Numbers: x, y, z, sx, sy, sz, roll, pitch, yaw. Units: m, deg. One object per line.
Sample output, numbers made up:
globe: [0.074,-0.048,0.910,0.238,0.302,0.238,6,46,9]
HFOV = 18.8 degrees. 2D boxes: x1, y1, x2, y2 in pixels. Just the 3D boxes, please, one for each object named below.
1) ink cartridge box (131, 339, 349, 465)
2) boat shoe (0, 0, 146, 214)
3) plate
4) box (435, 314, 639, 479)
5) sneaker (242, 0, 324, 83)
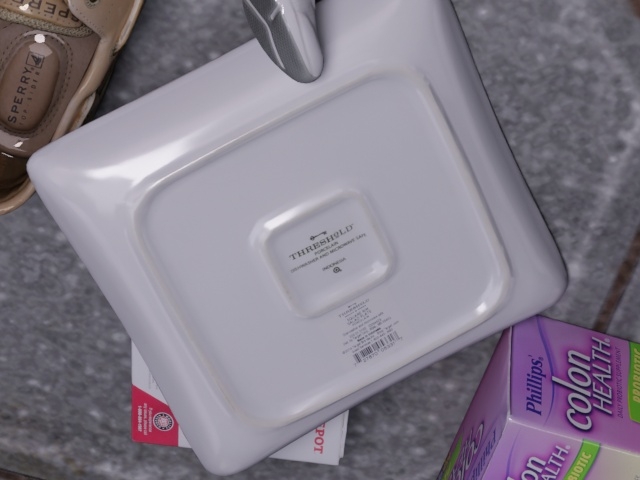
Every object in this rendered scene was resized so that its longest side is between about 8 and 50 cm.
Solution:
ink cartridge box: [-0.053,0.090,1.338,0.151,0.063,0.109,6,127,2]
boat shoe: [-0.149,-0.163,1.131,0.122,0.110,0.341,15,127,-4]
plate: [0.000,0.000,1.212,0.277,0.045,0.278,-28,121,-2]
box: [0.211,0.190,1.347,0.243,0.117,0.213,15,127,-5]
sneaker: [-0.019,-0.167,1.117,0.061,0.054,0.152,-23,102,-24]
